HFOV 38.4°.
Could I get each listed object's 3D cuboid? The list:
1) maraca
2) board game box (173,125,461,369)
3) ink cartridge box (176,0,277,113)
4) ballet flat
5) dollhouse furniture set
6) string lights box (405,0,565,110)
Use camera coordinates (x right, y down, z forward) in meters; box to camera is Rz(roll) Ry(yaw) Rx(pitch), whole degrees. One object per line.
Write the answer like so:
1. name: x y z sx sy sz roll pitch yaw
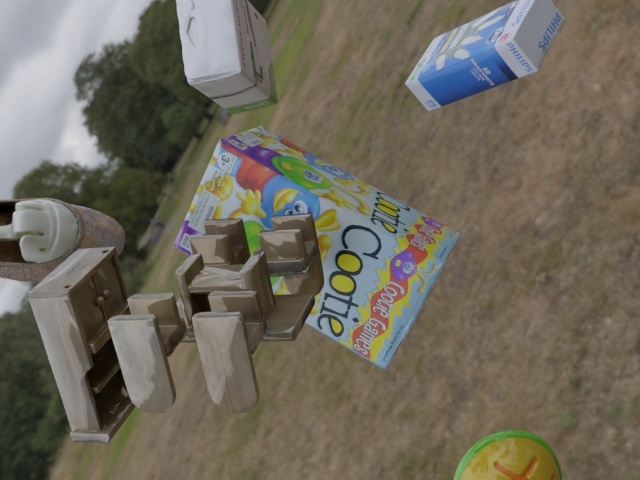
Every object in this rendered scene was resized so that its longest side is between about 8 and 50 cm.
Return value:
1. maraca: 0.206 0.294 1.014 0.099 0.127 0.186 -111 17 -72
2. board game box: 0.000 0.000 1.050 0.142 0.275 0.144 -63 -8 19
3. ink cartridge box: -0.150 -0.314 1.506 0.219 0.092 0.160 18 -118 -78
4. ballet flat: -0.401 -0.006 1.139 0.106 0.315 0.108 126 139 -66
5. dollhouse furniture set: -0.126 0.095 0.868 0.212 0.241 0.161 -58 -39 -61
6. string lights box: 0.281 -0.323 1.584 0.259 0.077 0.133 -14 37 53
